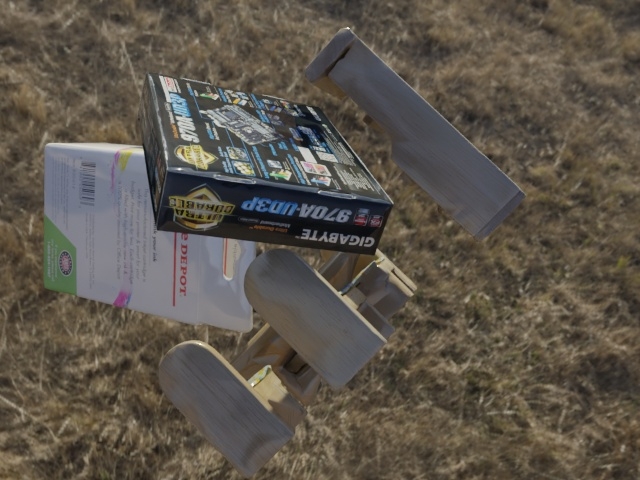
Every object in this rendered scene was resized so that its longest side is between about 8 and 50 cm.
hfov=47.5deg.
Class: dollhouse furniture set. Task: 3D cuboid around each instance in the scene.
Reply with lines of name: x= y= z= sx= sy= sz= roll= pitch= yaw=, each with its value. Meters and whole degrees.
dollhouse furniture set: x=0.000 y=0.000 z=0.848 sx=0.256 sy=0.362 sz=0.394 roll=45 pitch=102 yaw=6

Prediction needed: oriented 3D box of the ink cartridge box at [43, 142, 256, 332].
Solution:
ink cartridge box: x=-0.197 y=-0.015 z=0.948 sx=0.354 sy=0.207 sz=0.119 roll=10 pitch=11 yaw=30

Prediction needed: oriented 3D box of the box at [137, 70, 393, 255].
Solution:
box: x=-0.058 y=-0.071 z=0.616 sx=0.175 sy=0.051 sz=0.220 roll=7 pitch=28 yaw=-22
